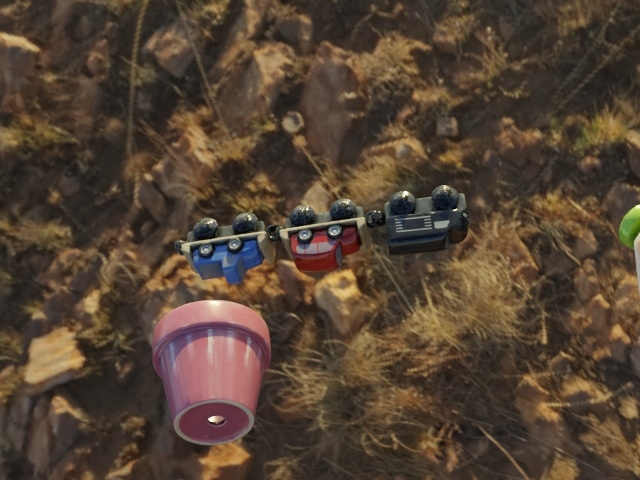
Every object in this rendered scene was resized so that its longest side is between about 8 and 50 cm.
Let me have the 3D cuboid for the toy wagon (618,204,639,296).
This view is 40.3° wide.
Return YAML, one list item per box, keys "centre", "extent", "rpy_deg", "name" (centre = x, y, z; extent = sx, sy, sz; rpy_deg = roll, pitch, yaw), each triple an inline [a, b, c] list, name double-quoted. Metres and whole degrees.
- centre: [0.483, -0.041, 0.913]
  extent: [0.344, 0.068, 0.267]
  rpy_deg: [-59, 42, 12]
  name: "toy wagon"

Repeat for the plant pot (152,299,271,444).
- centre: [-0.179, 0.228, 1.449]
  extent: [0.201, 0.201, 0.180]
  rpy_deg: [-26, 42, 16]
  name: "plant pot"

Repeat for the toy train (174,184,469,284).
- centre: [0.000, 0.000, 0.464]
  extent: [0.158, 0.027, 0.036]
  rpy_deg: [-7, 59, 7]
  name: "toy train"
